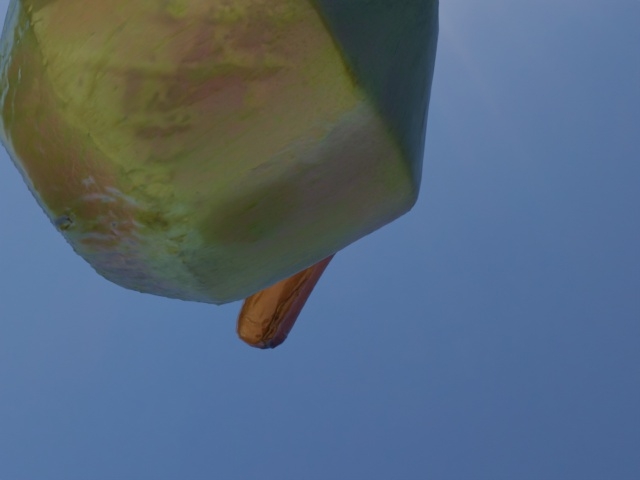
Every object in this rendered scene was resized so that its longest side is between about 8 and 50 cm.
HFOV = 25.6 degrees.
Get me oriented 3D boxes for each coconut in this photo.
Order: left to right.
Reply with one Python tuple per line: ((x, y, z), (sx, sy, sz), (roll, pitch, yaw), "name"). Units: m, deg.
((-0.044, -0.086, 0.716), (0.236, 0.204, 0.236), (0, -95, 4), "coconut")

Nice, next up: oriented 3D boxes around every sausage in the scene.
((-0.001, -0.001, 0.962), (0.040, 0.047, 0.177), (39, -81, 40), "sausage")
